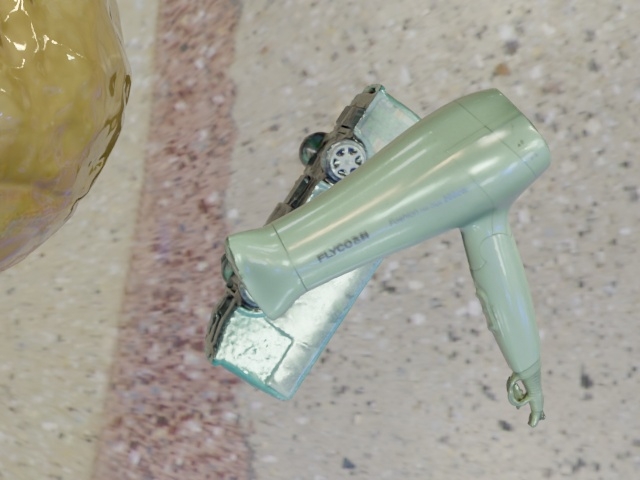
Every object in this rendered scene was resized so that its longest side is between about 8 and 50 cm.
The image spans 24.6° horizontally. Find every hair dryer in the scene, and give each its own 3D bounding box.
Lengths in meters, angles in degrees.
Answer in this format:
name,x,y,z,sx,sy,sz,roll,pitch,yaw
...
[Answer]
name,x,y,z,sx,sy,sz,roll,pitch,yaw
hair dryer,0.079,0.042,0.952,0.206,0.075,0.237,-31,115,-1

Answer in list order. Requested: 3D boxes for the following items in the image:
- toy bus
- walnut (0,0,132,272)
name,x,y,z,sx,sy,sz,roll,pitch,yaw
toy bus,0.000,0.000,1.192,0.109,0.091,0.261,34,91,-11
walnut,-0.176,-0.072,0.524,0.222,0.195,0.195,3,84,-57
